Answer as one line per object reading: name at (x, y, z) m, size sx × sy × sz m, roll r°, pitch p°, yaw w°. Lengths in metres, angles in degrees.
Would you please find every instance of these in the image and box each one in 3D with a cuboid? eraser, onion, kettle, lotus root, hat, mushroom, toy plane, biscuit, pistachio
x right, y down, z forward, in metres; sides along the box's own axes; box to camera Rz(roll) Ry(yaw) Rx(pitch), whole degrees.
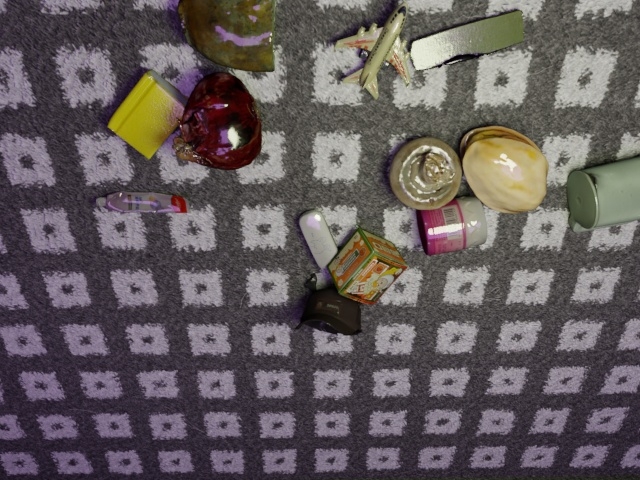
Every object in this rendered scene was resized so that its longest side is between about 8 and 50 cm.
eraser at (-0.511, -0.378, 1.340) m, size 0.226 × 0.069 × 0.158 m, roll -42°, pitch 110°, yaw 18°
onion at (-0.281, -0.339, 1.284) m, size 0.280 × 0.221 × 0.281 m, roll -9°, pitch 118°, yaw -17°
kettle at (0.985, -0.155, 1.432) m, size 0.317 × 0.265 × 0.205 m, roll -13°, pitch 86°, yaw 6°
lotus root at (-0.252, -0.597, 1.189) m, size 0.260 × 0.149 × 0.267 m, roll 3°, pitch 115°, yaw -3°
hat at (0.039, 0.227, 1.576) m, size 0.237 × 0.336 × 0.209 m, roll 8°, pitch 80°, yaw 13°
mushroom at (0.326, -0.203, 1.375) m, size 0.226 × 0.178 × 0.227 m, roll -1°, pitch 102°, yaw -4°
toy plane at (0.170, -0.536, 1.248) m, size 0.241 × 0.104 × 0.256 m, roll 24°, pitch 115°, yaw -10°
biscuit at (0.415, -0.566, 1.273) m, size 0.322 × 0.038 × 0.099 m, roll -14°, pitch 114°, yaw 7°
pistachio at (0.564, -0.212, 1.362) m, size 0.308 × 0.230 × 0.230 m, roll 36°, pitch 112°, yaw -13°

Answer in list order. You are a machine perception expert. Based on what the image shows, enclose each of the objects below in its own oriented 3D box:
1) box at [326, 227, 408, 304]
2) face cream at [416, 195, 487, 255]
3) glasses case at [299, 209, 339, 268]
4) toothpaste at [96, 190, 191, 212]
box at (0.160, 0.093, 1.528) m, size 0.177 × 0.148 × 0.195 m, roll 22°, pitch 118°, yaw -36°
face cream at (0.428, -0.050, 1.467) m, size 0.194 × 0.175 × 0.175 m, roll -10°, pitch 118°, yaw 6°
glasses case at (0.000, 0.000, 1.551) m, size 0.092 × 0.059 × 0.234 m, roll -20°, pitch 119°, yaw 5°
toothpaste at (-0.590, -0.125, 1.488) m, size 0.300 × 0.048 × 0.075 m, roll 1°, pitch 114°, yaw -4°
